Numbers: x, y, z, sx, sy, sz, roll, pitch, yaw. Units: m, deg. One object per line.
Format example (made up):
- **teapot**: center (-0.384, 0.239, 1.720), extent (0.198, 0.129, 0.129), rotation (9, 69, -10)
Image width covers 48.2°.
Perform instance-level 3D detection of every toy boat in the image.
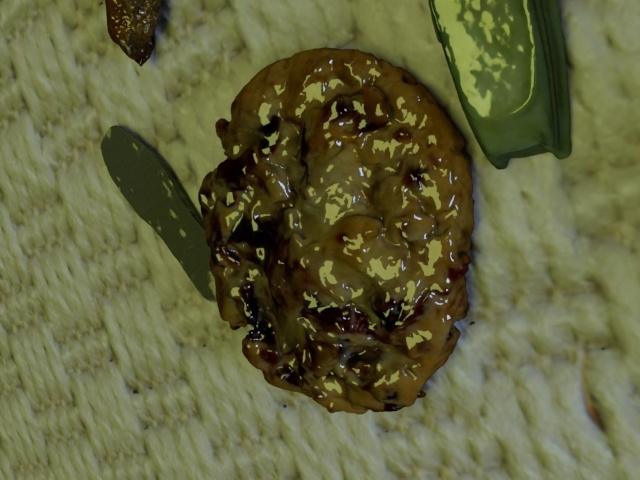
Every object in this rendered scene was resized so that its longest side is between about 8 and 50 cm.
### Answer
- **toy boat**: center (0.116, -0.195, 0.517), extent (0.093, 0.055, 0.293), rotation (-9, 97, 35)

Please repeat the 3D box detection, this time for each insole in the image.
- **insole**: center (-0.173, -0.035, 0.802), extent (0.248, 0.011, 0.081), rotation (52, 127, 15)

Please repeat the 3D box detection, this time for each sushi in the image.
- **sushi**: center (-0.187, -0.241, 0.733), extent (0.060, 0.061, 0.118), rotation (22, 135, 21)

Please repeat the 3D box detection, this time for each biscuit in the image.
- **biscuit**: center (-0.004, 0.000, 0.645), extent (0.289, 0.081, 0.334), rotation (1, 102, 35)
